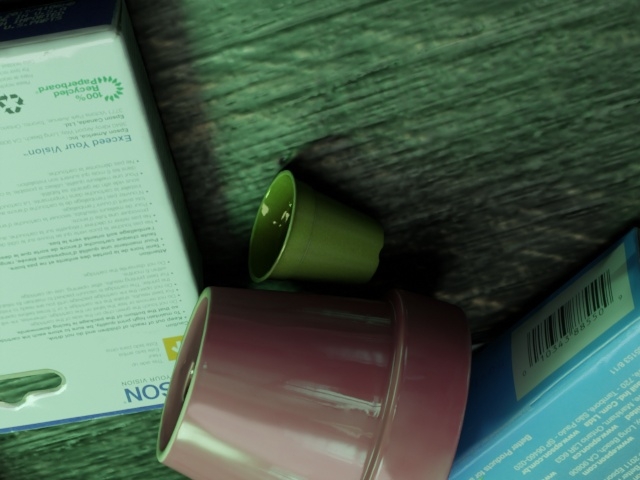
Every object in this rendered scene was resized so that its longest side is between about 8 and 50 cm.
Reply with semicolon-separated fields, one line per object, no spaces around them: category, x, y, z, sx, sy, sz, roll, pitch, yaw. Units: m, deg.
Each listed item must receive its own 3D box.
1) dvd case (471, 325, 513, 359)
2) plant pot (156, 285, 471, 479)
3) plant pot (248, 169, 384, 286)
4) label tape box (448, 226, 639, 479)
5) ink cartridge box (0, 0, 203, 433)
dvd case;0.110;0.172;1.377;0.165;0.018;0.221;-14;123;16
plant pot;-0.012;0.117;1.215;0.180;0.201;0.201;17;127;-10
plant pot;0.000;0.000;1.236;0.079;0.083;0.083;16;128;-20
label tape box;0.268;0.184;1.298;0.348;0.115;0.249;35;119;-23
ink cartridge box;-0.259;-0.001;1.248;0.324;0.071;0.330;-9;128;5
